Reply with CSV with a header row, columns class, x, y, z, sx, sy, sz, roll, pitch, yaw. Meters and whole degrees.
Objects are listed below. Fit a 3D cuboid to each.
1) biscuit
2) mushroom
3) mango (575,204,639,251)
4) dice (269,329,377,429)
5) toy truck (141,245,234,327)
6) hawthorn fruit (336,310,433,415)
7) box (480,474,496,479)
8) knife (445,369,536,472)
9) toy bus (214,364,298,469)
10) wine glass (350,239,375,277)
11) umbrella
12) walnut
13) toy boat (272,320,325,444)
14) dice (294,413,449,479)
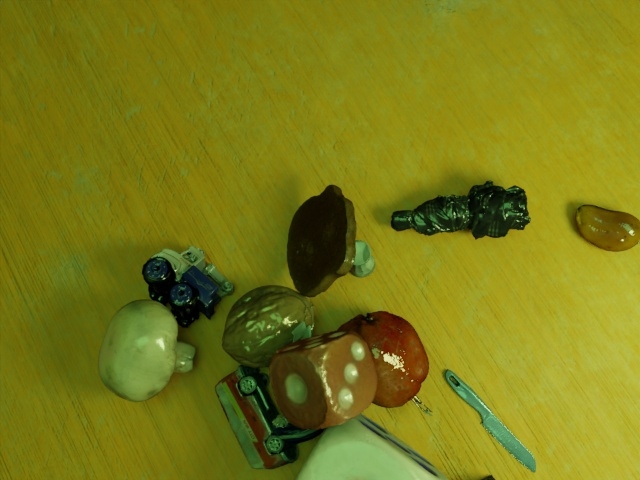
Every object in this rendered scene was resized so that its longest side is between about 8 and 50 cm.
class,x,y,z,sx,sy,sz,roll,pitch,yaw
biscuit,0.001,0.000,1.551,0.257,0.049,0.273,-39,46,40
mushroom,-0.425,0.278,1.564,0.260,0.234,0.254,-33,52,43
mango,0.715,-0.029,1.545,0.159,0.084,0.105,25,99,31
dice,0.009,0.300,1.354,0.175,0.179,0.174,-18,87,42
toy truck,-0.348,0.105,1.617,0.213,0.161,0.177,41,66,13
hawthorn fruit,0.165,0.305,1.484,0.211,0.211,0.299,-37,88,-1
box,0.363,0.609,1.384,0.129,0.225,0.086,-26,77,0
knife,0.415,0.441,1.519,0.044,0.019,0.313,-45,78,5
toy bus,-0.159,0.443,1.538,0.120,0.121,0.265,-30,78,9
wine glass,0.097,0.045,1.563,0.073,0.155,0.073,-2,76,9
umbrella,0.357,-0.060,1.580,0.336,0.154,0.128,-14,38,21
walnut,-0.128,0.212,1.536,0.245,0.198,0.198,-25,77,-7
toy boat,-0.035,0.336,1.474,0.067,0.220,0.291,13,109,39
dice,0.105,0.568,1.382,0.304,0.304,0.277,30,85,11
